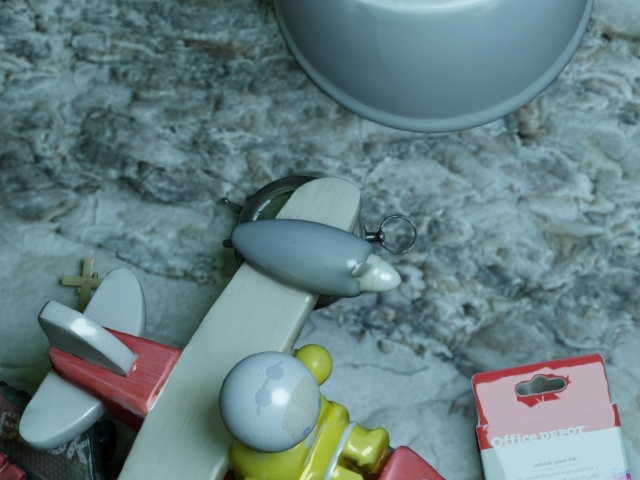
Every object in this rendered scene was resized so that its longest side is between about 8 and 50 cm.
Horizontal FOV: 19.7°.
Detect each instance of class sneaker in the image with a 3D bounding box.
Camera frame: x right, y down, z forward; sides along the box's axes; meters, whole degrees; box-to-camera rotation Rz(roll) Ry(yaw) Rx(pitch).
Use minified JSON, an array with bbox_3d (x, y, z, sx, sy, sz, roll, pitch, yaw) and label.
[{"bbox_3d":[-0.274,0.193,1.772,0.135,0.097,0.276,-39,72,-16],"label":"sneaker"}]

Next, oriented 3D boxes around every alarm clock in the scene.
[{"bbox_3d":[0.000,0.000,1.803,0.192,0.064,0.129,-5,80,0],"label":"alarm clock"}]

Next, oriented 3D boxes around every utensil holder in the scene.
[{"bbox_3d":[0.101,-0.300,1.681,0.328,0.385,0.327,-1,79,4],"label":"utensil holder"}]

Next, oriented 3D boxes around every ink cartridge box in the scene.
[{"bbox_3d":[0.223,0.232,1.735,0.134,0.078,0.231,-9,80,2],"label":"ink cartridge box"}]

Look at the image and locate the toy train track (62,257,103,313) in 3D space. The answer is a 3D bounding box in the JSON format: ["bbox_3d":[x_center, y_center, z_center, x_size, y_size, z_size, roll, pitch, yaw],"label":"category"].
[{"bbox_3d":[-0.234,0.059,1.833,0.048,0.014,0.083,6,86,-2],"label":"toy train track"}]

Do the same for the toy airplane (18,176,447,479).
[{"bbox_3d":[-0.081,0.149,1.636,0.384,0.272,0.386,-13,75,-16],"label":"toy airplane"}]
